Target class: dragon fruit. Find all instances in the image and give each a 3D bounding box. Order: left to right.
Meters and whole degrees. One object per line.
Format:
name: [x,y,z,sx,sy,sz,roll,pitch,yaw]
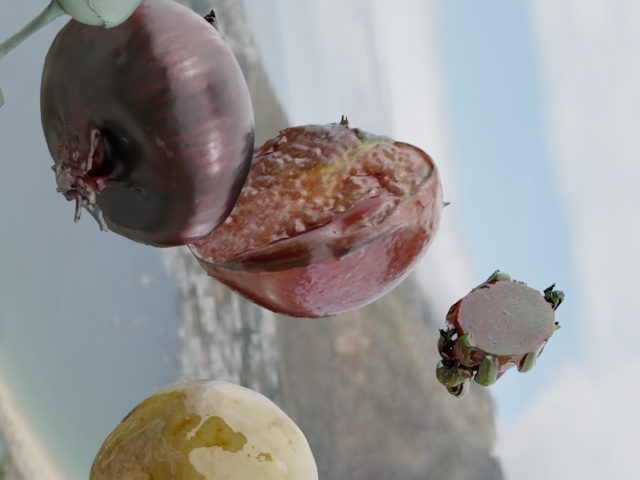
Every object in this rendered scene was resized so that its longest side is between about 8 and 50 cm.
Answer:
dragon fruit: [0.203,0.114,1.884,0.175,0.142,0.138,-53,-154,37]

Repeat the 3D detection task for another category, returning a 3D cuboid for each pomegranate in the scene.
pomegranate: [-0.161,0.367,2.166,0.342,0.343,0.342,172,-90,-90]

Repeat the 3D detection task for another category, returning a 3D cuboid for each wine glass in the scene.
wine glass: [-0.212,-0.192,1.269,0.079,0.195,0.079,52,12,-16]

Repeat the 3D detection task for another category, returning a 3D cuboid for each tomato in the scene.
tomato: [0.004,0.002,1.840,0.309,0.309,0.170,-98,168,-54]

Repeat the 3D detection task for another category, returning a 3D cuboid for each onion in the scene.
onion: [-0.200,-0.108,1.591,0.285,0.273,0.273,-38,133,-39]
